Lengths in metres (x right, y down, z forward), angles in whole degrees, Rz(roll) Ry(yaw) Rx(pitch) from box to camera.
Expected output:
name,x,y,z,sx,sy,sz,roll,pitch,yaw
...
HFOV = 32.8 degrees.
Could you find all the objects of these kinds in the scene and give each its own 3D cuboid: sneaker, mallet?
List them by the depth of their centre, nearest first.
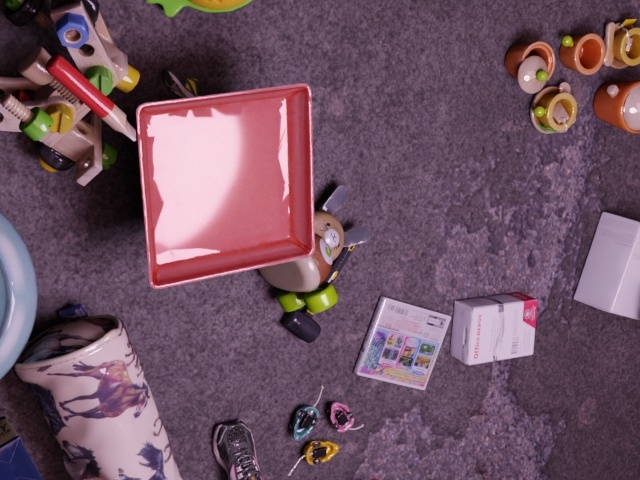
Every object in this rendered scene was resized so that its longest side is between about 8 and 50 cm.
name,x,y,z,sx,sy,sz,roll,pitch,yaw
sneaker,-0.197,-0.228,1.596,0.083,0.031,0.035,47,65,-35
sneaker,-0.121,0.377,1.773,0.072,0.077,0.178,-23,113,-25
mallet,0.000,0.074,1.790,0.062,0.039,0.189,29,83,-30

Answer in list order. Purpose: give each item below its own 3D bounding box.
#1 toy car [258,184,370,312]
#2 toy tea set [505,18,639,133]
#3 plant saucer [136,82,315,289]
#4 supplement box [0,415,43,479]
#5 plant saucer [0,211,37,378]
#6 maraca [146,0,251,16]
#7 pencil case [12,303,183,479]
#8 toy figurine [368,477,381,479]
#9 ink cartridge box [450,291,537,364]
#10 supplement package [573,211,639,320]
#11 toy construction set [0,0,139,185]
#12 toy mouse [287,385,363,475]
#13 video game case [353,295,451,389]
name,x,y,z,sx,sy,sz,roll,pitch,yaw
toy car,0.000,0.000,1.714,0.188,0.149,0.155,-36,108,-30
toy tea set,0.481,-0.278,1.917,0.336,0.124,0.200,-12,109,-27
plant saucer,-0.133,-0.082,1.508,0.259,0.048,0.258,-11,112,-27
supplement box,-0.450,0.313,1.560,0.056,0.083,0.083,-30,116,-20
plant saucer,-0.533,0.076,1.421,0.318,0.044,0.317,-1,93,-17
maraca,-0.163,-0.383,1.535,0.186,0.099,0.127,-13,103,0
pencil case,-0.313,0.303,1.596,0.160,0.183,0.410,-43,125,-47
toy figurine,0.190,0.575,1.951,0.217,0.191,0.362,-17,112,-31
ink cartridge box,0.314,0.159,1.975,0.150,0.063,0.109,-5,106,-29
supplement package,0.579,0.051,2.075,0.105,0.105,0.179,15,95,-34
toy construction set,-0.309,-0.179,1.397,0.257,0.309,0.237,-48,126,-1
toy mouse,0.000,0.307,1.851,0.161,0.031,0.143,-16,111,-26
video game case,0.145,0.182,1.910,0.157,0.019,0.143,17,94,-33
